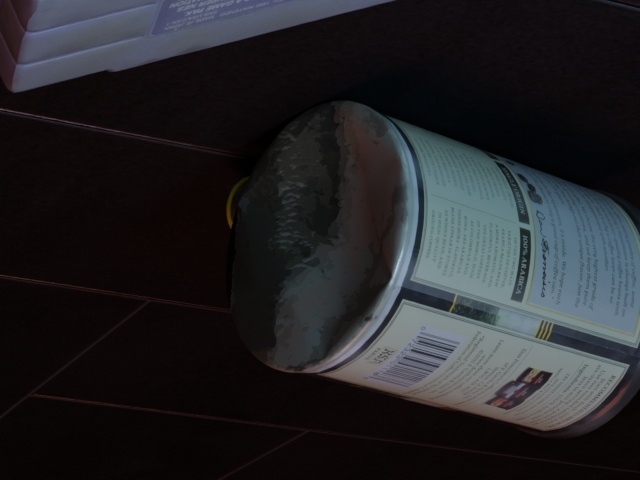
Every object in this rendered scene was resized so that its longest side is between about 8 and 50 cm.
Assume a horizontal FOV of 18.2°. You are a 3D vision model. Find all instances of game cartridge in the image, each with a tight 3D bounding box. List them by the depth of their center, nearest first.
[{"bbox_3d":[0.010,-0.182,1.016,0.355,0.068,0.230,-17,169,-21],"label":"game cartridge"}]

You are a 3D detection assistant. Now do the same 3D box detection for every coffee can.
[{"bbox_3d":[0.097,0.026,1.504,0.275,0.201,0.201,17,152,-38],"label":"coffee can"}]

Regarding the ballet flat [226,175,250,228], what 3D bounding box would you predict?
[{"bbox_3d":[0.000,0.000,1.618,0.231,0.077,0.077,14,171,-38],"label":"ballet flat"}]
